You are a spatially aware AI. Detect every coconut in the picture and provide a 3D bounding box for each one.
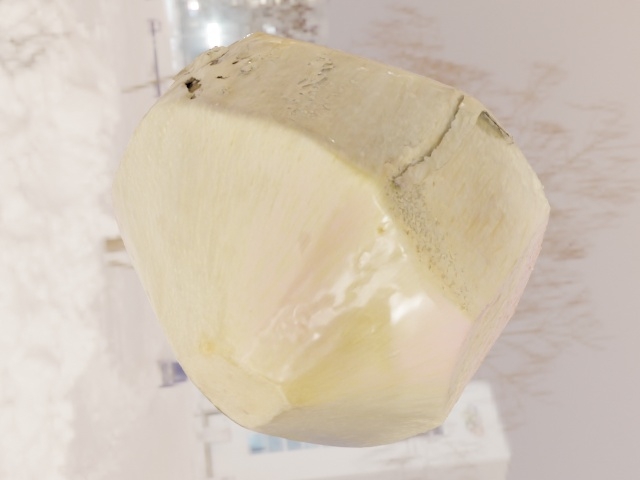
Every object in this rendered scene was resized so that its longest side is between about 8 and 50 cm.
[{"bbox_3d":[0.000,0.000,0.900,0.352,0.353,0.352,175,-90,-84],"label":"coconut"}]
